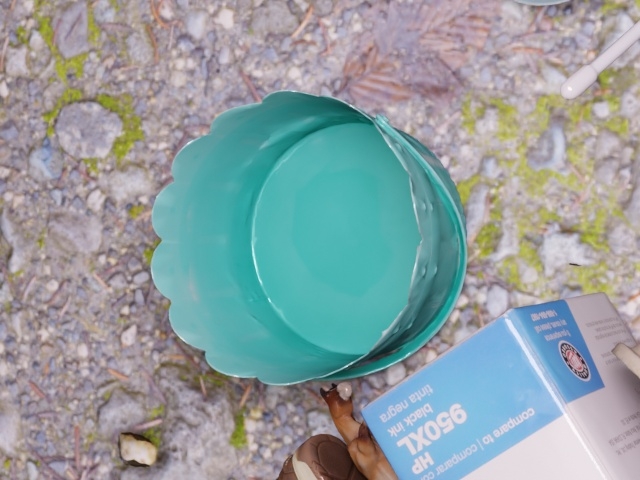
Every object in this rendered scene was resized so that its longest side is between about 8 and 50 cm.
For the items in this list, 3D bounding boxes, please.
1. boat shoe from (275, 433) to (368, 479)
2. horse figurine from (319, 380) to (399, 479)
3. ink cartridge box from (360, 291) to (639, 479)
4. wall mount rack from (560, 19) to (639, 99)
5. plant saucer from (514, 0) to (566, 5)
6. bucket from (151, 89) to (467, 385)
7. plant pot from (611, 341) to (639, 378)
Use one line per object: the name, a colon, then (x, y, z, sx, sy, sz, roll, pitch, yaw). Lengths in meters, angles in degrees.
boat shoe: (0.042, 0.316, 1.462, 0.095, 0.095, 0.257, -45, 67, 32)
horse figurine: (0.098, 0.236, 1.411, 0.066, 0.174, 0.263, -42, 90, -21)
ink cartridge box: (0.243, 0.255, 1.254, 0.166, 0.285, 0.395, -36, 76, 22)
wall mount rack: (0.390, -0.182, 1.274, 0.350, 0.130, 0.304, 41, 109, 20)
plant saucer: (0.228, -0.304, 1.379, 0.195, 0.037, 0.195, -11, 72, 37)
bucket: (0.000, 0.000, 1.421, 0.281, 0.183, 0.281, 0, 91, 25)
plant pot: (0.455, 0.087, 1.167, 0.334, 0.334, 0.305, 43, 95, 18)
